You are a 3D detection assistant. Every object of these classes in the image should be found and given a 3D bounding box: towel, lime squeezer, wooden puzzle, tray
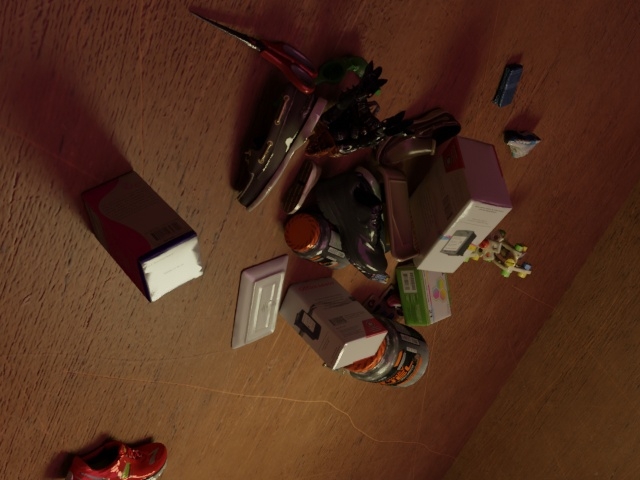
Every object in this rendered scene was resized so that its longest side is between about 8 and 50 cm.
[{"bbox_3d":[0.534,-0.441,1.968,0.067,0.029,0.119,-21,137,-36],"label":"towel"},{"bbox_3d":[0.036,-0.347,1.481,0.310,0.058,0.110,-18,168,-39],"label":"lime squeezer"},{"bbox_3d":[0.193,-0.069,1.768,0.221,0.044,0.238,-10,90,-70],"label":"wooden puzzle"},{"bbox_3d":[-0.151,0.167,1.780,0.145,0.030,0.270,-21,137,-37],"label":"tray"}]

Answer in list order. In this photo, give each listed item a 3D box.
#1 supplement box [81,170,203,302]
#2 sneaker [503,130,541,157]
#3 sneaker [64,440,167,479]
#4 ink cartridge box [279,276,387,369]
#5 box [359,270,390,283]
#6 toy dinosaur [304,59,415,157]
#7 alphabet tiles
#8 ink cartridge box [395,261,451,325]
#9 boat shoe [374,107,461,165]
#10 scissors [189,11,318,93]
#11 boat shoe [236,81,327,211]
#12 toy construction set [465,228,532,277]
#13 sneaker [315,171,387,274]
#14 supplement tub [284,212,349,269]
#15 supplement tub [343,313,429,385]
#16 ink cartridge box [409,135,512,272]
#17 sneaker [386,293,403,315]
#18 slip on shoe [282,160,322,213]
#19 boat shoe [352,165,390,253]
[{"bbox_3d":[-0.319,-0.011,1.237,0.111,0.220,0.114,-30,143,-26],"label":"supplement box"},{"bbox_3d":[0.626,-0.296,2.185,0.191,0.071,0.083,-5,132,-47],"label":"sneaker"},{"bbox_3d":[-0.487,0.544,1.705,0.279,0.107,0.118,-5,118,-50],"label":"sneaker"},{"bbox_3d":[0.031,0.215,1.851,0.172,0.237,0.100,-8,131,-45],"label":"ink cartridge box"},{"bbox_3d":[0.117,0.063,1.889,0.027,0.137,0.094,-56,147,11],"label":"box"},{"bbox_3d":[0.063,-0.232,1.451,0.164,0.218,0.322,45,41,-24],"label":"toy dinosaur"},{"bbox_3d":[0.152,0.301,2.281,0.342,0.011,0.285,-50,146,2],"label":"alphabet tiles"},{"bbox_3d":[0.369,0.151,2.228,0.255,0.097,0.188,-14,96,-43],"label":"ink cartridge box"},{"bbox_3d":[0.255,-0.257,1.767,0.257,0.095,0.095,-34,144,-22],"label":"boat shoe"},{"bbox_3d":[-0.117,-0.366,1.286,0.297,0.109,0.021,26,134,-33],"label":"scissors"},{"bbox_3d":[-0.099,-0.189,1.427,0.305,0.091,0.109,-53,-168,31],"label":"boat shoe"},{"bbox_3d":[0.561,0.032,2.299,0.328,0.215,0.151,18,109,-54],"label":"toy construction set"},{"bbox_3d":[0.101,-0.038,1.651,0.130,0.109,0.286,-20,118,25],"label":"sneaker"},{"bbox_3d":[0.000,0.000,1.709,0.117,0.117,0.190,-55,146,8],"label":"supplement tub"},{"bbox_3d":[0.188,0.344,2.168,0.207,0.207,0.338,-54,146,7],"label":"supplement tub"},{"bbox_3d":[0.354,-0.090,1.841,0.131,0.226,0.306,8,143,-18],"label":"ink cartridge box"},{"bbox_3d":[0.267,0.217,2.260,0.170,0.063,0.074,-2,119,-54],"label":"sneaker"},{"bbox_3d":[-0.041,-0.120,1.607,0.041,0.051,0.135,13,105,-51],"label":"slip on shoe"},{"bbox_3d":[0.115,-0.059,1.797,0.091,0.114,0.302,-39,133,-14],"label":"boat shoe"}]
